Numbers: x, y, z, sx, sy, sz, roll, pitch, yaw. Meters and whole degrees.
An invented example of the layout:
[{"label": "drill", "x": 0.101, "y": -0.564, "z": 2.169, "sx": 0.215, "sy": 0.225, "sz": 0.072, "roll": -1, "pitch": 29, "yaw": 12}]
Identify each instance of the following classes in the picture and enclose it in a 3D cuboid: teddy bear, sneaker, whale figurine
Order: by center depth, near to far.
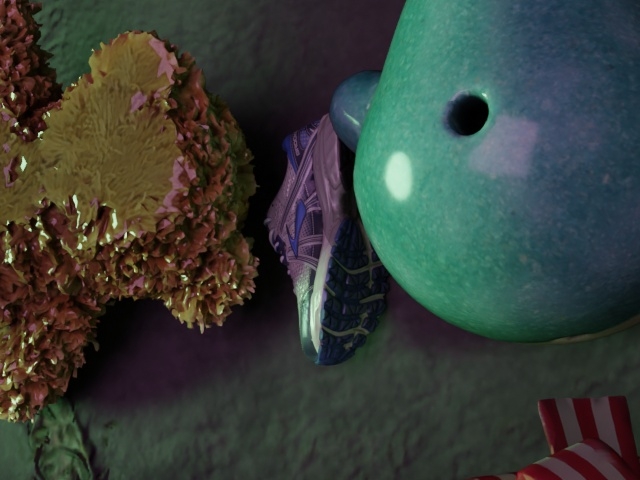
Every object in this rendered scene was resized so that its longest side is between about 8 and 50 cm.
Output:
[{"label": "whale figurine", "x": 0.090, "y": -0.089, "z": 0.715, "sx": 0.216, "sy": 0.141, "sz": 0.272, "roll": -12, "pitch": 76, "yaw": 28}, {"label": "sneaker", "x": 0.000, "y": 0.000, "z": 0.811, "sx": 0.058, "sy": 0.052, "sz": 0.135, "roll": -9, "pitch": 70, "yaw": 38}, {"label": "teddy bear", "x": -0.180, "y": -0.017, "z": 0.873, "sx": 0.338, "sy": 0.113, "sz": 0.245, "roll": -30, "pitch": 76, "yaw": 24}]

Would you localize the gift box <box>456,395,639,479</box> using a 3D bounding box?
[{"label": "gift box", "x": 0.075, "y": 0.222, "z": 0.617, "sx": 0.258, "sy": 0.276, "sz": 0.255, "roll": -44, "pitch": 65, "yaw": 33}]
